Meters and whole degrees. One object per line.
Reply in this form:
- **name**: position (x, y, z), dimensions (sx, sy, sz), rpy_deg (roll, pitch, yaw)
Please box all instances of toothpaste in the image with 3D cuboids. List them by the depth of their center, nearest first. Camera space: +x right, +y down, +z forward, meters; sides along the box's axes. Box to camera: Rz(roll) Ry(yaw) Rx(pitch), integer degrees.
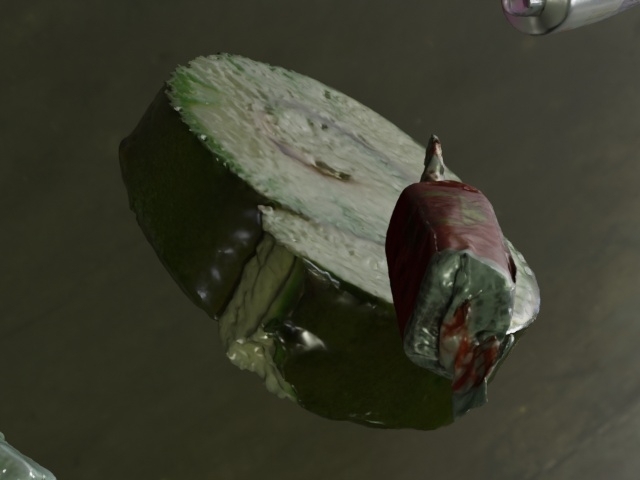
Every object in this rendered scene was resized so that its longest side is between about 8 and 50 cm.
- **toothpaste**: position (0.112, -0.102, 0.591), dimensions (0.045, 0.028, 0.170), rpy_deg (-14, -176, 32)

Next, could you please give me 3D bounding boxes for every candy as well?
- **candy**: position (0.079, 0.016, 0.914), dimensions (0.059, 0.292, 0.086), rpy_deg (16, 113, -10)

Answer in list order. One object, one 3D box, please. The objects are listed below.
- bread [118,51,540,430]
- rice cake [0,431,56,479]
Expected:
- **bread**: position (0.000, 0.000, 1.205), dimensions (0.129, 0.366, 0.382), rpy_deg (-57, -174, 25)
- **rice cake**: position (-0.150, 0.036, 0.435), dimensions (0.029, 0.171, 0.033), rpy_deg (-55, 162, -14)
